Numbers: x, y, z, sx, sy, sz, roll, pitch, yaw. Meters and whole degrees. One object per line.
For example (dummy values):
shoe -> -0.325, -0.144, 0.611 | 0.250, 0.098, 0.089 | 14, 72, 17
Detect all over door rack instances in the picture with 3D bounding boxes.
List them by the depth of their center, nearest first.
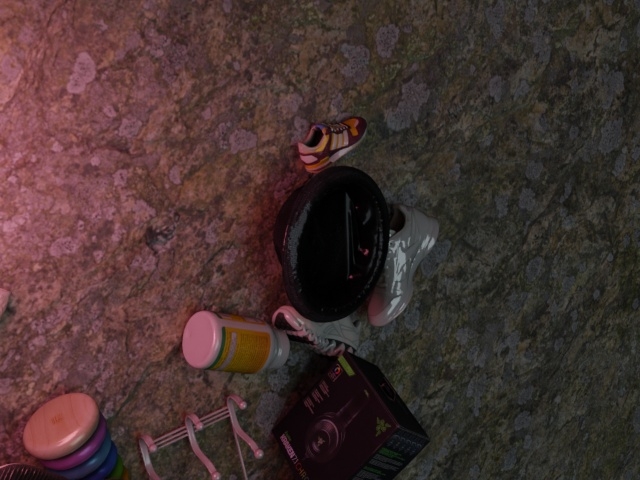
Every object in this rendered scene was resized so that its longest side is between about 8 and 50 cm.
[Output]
over door rack -> -0.236, 0.513, 1.726 | 0.239, 0.108, 0.324 | -19, 113, -36

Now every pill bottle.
pill bottle -> -0.168, 0.213, 1.700 | 0.208, 0.117, 0.117 | 14, 92, -43

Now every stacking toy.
stacking toy -> -0.414, 0.441, 1.539 | 0.141, 0.141, 0.330 | -40, 128, -27

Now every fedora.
fedora -> 0.000, 0.000, 1.767 | 0.334, 0.152, 0.334 | -12, 109, -39

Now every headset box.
headset box -> 0.068, 0.421, 1.815 | 0.283, 0.246, 0.131 | -48, 133, 11

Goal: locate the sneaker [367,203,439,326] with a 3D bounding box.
sneaker -> 0.164, 0.055, 1.977 | 0.152, 0.114, 0.305 | 31, 76, -28

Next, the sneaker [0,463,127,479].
sneaker -> -0.478, 0.481, 1.430 | 0.447, 0.257, 0.169 | 43, 49, -45

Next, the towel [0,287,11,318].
towel -> -0.651, 0.127, 1.299 | 0.282, 0.049, 0.187 | 25, 86, -41

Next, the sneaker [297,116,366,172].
sneaker -> 0.029, -0.228, 1.790 | 0.185, 0.069, 0.084 | -44, 131, -26

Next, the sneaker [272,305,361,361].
sneaker -> -0.002, 0.191, 1.859 | 0.292, 0.110, 0.118 | 35, 70, -49
